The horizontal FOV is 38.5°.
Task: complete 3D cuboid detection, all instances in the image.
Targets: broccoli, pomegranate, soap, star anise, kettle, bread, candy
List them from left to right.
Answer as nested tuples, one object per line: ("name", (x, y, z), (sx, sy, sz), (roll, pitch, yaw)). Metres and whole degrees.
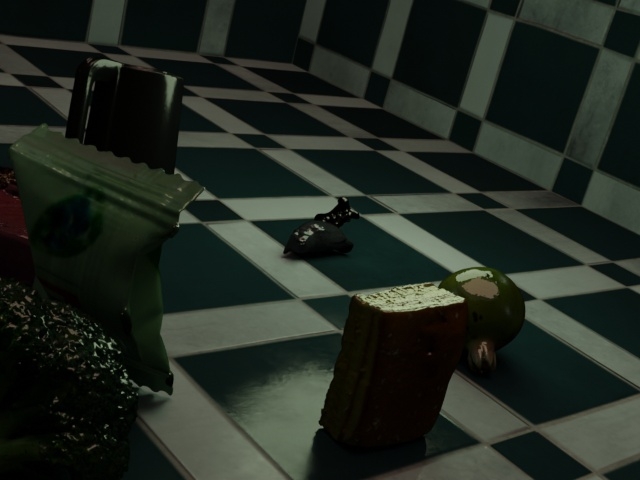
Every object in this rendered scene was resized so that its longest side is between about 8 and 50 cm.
("star anise", (-0.648, -0.107, 1.863), (0.168, 0.057, 0.168), (4, 35, -3))
("broccoli", (-0.358, 0.188, 1.058), (0.297, 0.297, 0.297), (27, 45, 30))
("soap", (-0.528, -0.001, 1.620), (0.182, 0.112, 0.289), (-11, 33, -44))
("candy", (-0.301, 0.054, 1.251), (0.263, 0.398, 0.172), (29, 48, 16))
("kettle", (-0.418, -0.207, 1.883), (0.262, 0.308, 0.203), (6, 6, -33))
("bread", (0.115, 0.190, 1.379), (0.184, 0.234, 0.110), (-4, 25, -39))
("pomegranate", (0.300, 0.154, 1.731), (0.180, 0.180, 0.209), (9, 50, -15))

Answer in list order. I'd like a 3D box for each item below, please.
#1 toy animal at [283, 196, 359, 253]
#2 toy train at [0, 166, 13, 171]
("toy animal", (-0.001, 0.004, 2.048), (0.210, 0.121, 0.117), (-40, 101, -46))
("toy train", (-0.739, -0.144, 1.934), (0.209, 0.042, 0.044), (11, 14, -11))
